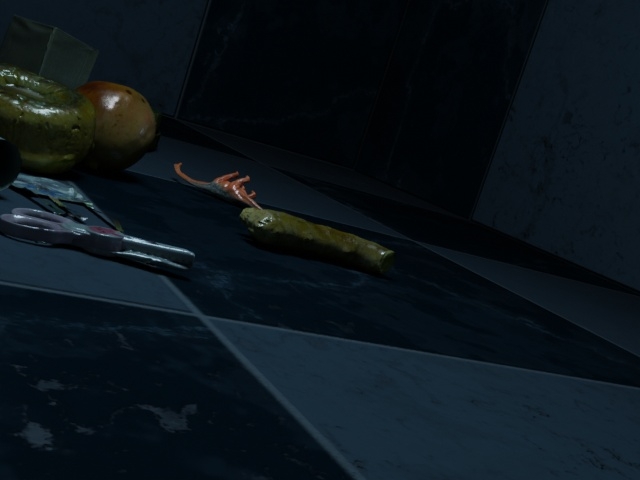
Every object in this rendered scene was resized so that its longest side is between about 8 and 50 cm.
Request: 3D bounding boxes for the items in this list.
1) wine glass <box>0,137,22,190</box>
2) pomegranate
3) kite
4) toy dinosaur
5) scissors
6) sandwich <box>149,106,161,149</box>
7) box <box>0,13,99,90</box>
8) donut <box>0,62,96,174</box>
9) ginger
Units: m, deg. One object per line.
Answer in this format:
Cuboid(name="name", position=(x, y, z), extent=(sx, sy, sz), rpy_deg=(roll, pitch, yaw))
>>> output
Cuboid(name="wine glass", position=(-0.519, -0.135, 1.284), extent=(0.202, 0.093, 0.093), rpy_deg=(23, 9, 36))
Cuboid(name="pomegranate", position=(-0.428, -0.224, 1.768), extent=(0.191, 0.191, 0.191), rpy_deg=(18, 8, -3))
Cuboid(name="kite", position=(-0.402, -0.069, 1.372), extent=(0.169, 0.015, 0.310), rpy_deg=(10, 11, -47))
Cuboid(name="toy dinosaur", position=(-0.214, -0.121, 1.969), extent=(0.280, 0.055, 0.101), rpy_deg=(27, 35, 37))
Cuboid(name="scissors", position=(-0.280, 0.000, 1.126), extent=(0.242, 0.030, 0.118), rpy_deg=(13, 9, -7))
Cuboid(name="sandwich", position=(-0.536, -0.331, 2.474), extent=(0.212, 0.109, 0.292), rpy_deg=(19, 9, 1))
Cuboid(name="box", position=(-0.641, -0.368, 2.019), extent=(0.149, 0.231, 0.155), rpy_deg=(22, 1, 28))
Cuboid(name="donut", position=(-0.530, -0.217, 1.569), extent=(0.261, 0.128, 0.208), rpy_deg=(19, 25, -4))
Cuboid(name="ginger", position=(-0.001, 0.003, 1.593), extent=(0.299, 0.065, 0.118), rpy_deg=(18, 12, -19))
